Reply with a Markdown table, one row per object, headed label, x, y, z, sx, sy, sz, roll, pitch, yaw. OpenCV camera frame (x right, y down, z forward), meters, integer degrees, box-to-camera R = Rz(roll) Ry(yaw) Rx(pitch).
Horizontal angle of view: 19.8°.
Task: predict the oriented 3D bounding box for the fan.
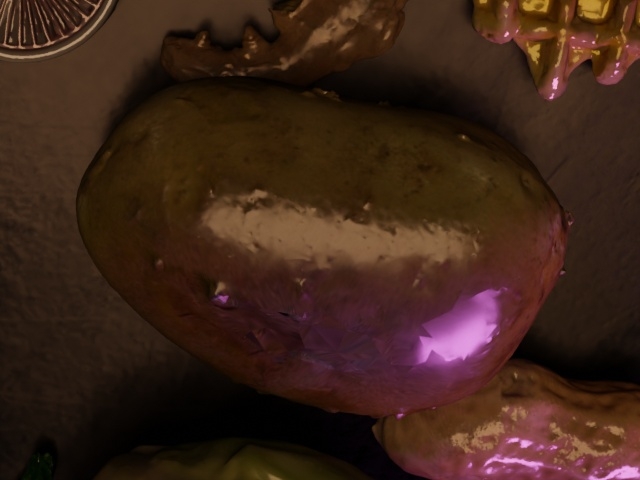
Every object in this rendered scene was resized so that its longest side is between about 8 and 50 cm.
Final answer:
| label | x | y | z | sx | sy | sz | roll | pitch | yaw |
| --- | --- | --- | --- | --- | --- | --- | --- | --- | --- |
| fan | -0.175 | -0.233 | 1.140 | 0.130 | 0.074 | 0.244 | 11 | 104 | -4 |

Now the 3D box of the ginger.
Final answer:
| label | x | y | z | sx | sy | sz | roll | pitch | yaw |
| --- | --- | --- | --- | --- | --- | --- | --- | --- | --- |
| ginger | -0.017 | -0.132 | 1.186 | 0.173 | 0.051 | 0.069 | -25 | 101 | 3 |

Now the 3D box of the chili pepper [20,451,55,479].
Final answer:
| label | x | y | z | sx | sy | sz | roll | pitch | yaw |
| --- | --- | --- | --- | --- | --- | --- | --- | --- | --- |
| chili pepper | -0.229 | 0.192 | 1.275 | 0.118 | 0.035 | 0.055 | -26 | 121 | 9 |

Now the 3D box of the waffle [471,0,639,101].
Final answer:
| label | x | y | z | sx | sy | sz | roll | pitch | yaw |
| --- | --- | --- | --- | --- | --- | --- | --- | --- | --- |
| waffle | 0.180 | -0.229 | 1.162 | 0.261 | 0.056 | 0.250 | -35 | 105 | 3 |

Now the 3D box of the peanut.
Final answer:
| label | x | y | z | sx | sy | sz | roll | pitch | yaw |
| --- | --- | --- | --- | --- | --- | --- | --- | --- | --- |
| peanut | 0.144 | 0.129 | 1.240 | 0.214 | 0.099 | 0.099 | 12 | 104 | -5 |

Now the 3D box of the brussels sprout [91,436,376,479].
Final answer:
| label | x | y | z | sx | sy | sz | roll | pitch | yaw |
| --- | --- | --- | --- | --- | --- | --- | --- | --- | --- |
| brussels sprout | -0.047 | 0.291 | 1.197 | 0.328 | 0.247 | 0.328 | 1 | 71 | -2 |

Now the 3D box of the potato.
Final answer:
| label | x | y | z | sx | sy | sz | roll | pitch | yaw |
| --- | --- | --- | --- | --- | --- | --- | --- | --- | --- |
| potato | 0.000 | 0.000 | 1.155 | 0.307 | 0.173 | 0.210 | 17 | 131 | -7 |
